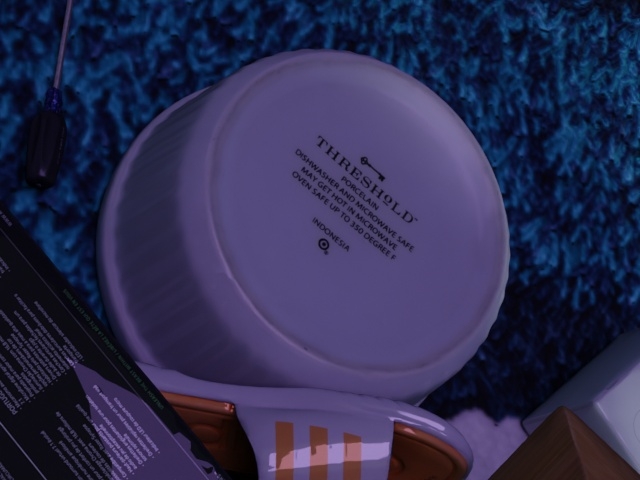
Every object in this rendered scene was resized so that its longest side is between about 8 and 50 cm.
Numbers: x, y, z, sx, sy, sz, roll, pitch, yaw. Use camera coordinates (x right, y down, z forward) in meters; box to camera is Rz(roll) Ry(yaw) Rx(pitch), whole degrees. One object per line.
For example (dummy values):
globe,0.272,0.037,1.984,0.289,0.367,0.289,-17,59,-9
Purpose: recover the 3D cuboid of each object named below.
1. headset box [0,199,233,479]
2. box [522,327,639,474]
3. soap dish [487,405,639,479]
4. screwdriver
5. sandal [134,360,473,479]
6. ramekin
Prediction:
headset box,-0.204,0.152,0.614,0.283,0.131,0.246,-40,81,-18
box,0.256,0.160,0.923,0.130,0.091,0.170,-33,90,-31
soap dish,0.118,0.273,0.682,0.229,0.118,0.291,44,90,-3
screwdriver,-0.176,-0.112,0.840,0.025,0.024,0.170,27,56,-49
sandal,-0.046,0.136,0.745,0.265,0.102,0.076,8,51,2
ramekin,0.000,0.000,0.828,0.272,0.127,0.273,9,69,-24
